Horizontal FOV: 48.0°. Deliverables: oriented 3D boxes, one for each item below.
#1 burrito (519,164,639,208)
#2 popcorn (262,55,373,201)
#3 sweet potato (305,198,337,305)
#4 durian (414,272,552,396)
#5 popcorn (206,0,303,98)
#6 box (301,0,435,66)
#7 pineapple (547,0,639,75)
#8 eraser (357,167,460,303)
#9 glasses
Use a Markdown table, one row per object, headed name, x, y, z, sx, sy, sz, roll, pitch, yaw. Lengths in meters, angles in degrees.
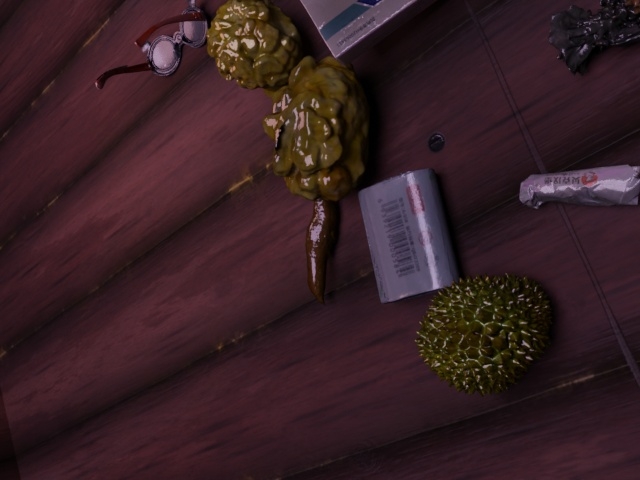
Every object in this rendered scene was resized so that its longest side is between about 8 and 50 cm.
| name | x | y | z | sx | sy | sz | roll | pitch | yaw |
| --- | --- | --- | --- | --- | --- | --- | --- | --- | --- |
| burrito | 0.423 | -0.085 | 1.173 | 0.203 | 0.064 | 0.064 | -1 | 90 | 38 |
| popcorn | -0.001 | -0.220 | 1.423 | 0.252 | 0.215 | 0.286 | -165 | 84 | -76 |
| sweet potato | 0.000 | 0.000 | 1.515 | 0.067 | 0.067 | 0.274 | 4 | 91 | 39 |
| durian | 0.272 | 0.161 | 1.233 | 0.237 | 0.176 | 0.200 | -49 | 43 | 40 |
| popcorn | -0.139 | -0.413 | 1.548 | 0.235 | 0.217 | 0.181 | 34 | 85 | 40 |
| box | 0.129 | -0.503 | 1.326 | 0.343 | 0.065 | 0.200 | -33 | 75 | 16 |
| pineapple | 0.461 | -0.358 | 1.114 | 0.237 | 0.111 | 0.119 | -45 | 34 | 37 |
| eraser | 0.165 | -0.006 | 1.370 | 0.174 | 0.081 | 0.227 | -20 | 79 | 41 |
| glasses | -0.415 | -0.475 | 1.725 | 0.234 | 0.268 | 0.118 | -28 | 92 | 34 |
